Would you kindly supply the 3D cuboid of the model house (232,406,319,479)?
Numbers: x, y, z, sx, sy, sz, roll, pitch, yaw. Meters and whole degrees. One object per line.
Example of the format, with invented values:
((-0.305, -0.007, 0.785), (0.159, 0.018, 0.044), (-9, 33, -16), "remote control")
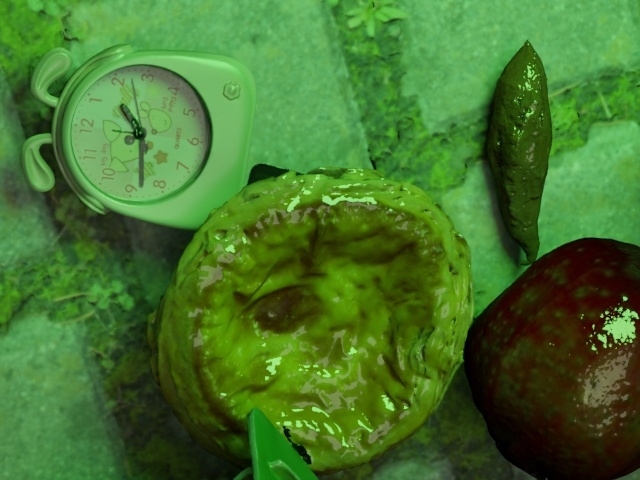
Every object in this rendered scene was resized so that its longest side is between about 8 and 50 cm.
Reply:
((-0.081, 0.365, 1.340), (0.312, 0.242, 0.358), (-31, 125, 10), "model house")

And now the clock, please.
((-0.154, -0.093, 1.362), (0.191, 0.062, 0.151), (8, 99, -15), "clock")

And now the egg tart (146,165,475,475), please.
((-0.009, 0.063, 1.395), (0.294, 0.116, 0.295), (-5, 111, -14), "egg tart")

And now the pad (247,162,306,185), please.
((0.000, 0.000, 1.448), (0.157, 0.003, 0.112), (13, 97, -16), "pad")

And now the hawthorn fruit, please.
((0.246, 0.098, 1.414), (0.249, 0.215, 0.215), (-42, 107, 1), "hawthorn fruit")

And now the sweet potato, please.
((0.180, -0.077, 1.449), (0.060, 0.068, 0.206), (-1, 107, 11), "sweet potato")
